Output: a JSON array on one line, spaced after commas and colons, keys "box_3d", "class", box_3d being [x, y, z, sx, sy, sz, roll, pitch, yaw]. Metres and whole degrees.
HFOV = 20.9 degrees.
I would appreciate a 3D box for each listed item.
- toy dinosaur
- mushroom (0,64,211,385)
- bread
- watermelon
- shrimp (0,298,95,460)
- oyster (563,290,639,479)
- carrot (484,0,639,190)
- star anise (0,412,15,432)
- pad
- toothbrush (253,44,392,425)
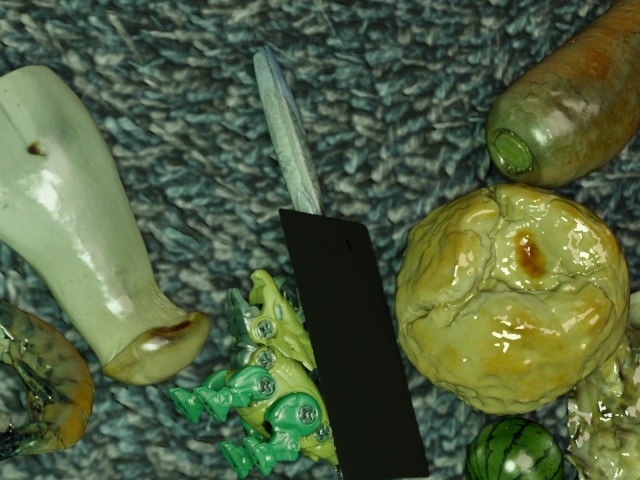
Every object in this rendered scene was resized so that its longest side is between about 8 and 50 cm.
[{"box_3d": [-0.031, 0.164, 1.615, 0.153, 0.094, 0.259, -35, 100, -27], "class": "toy dinosaur"}, {"box_3d": [-0.233, -0.009, 1.565, 0.159, 0.122, 0.329, -34, 90, 6], "class": "mushroom"}, {"box_3d": [0.190, 0.050, 1.695, 0.244, 0.134, 0.244, 1, 66, -2], "class": "bread"}, {"box_3d": [0.193, 0.219, 1.693, 0.109, 0.109, 0.109, 8, 71, -24], "class": "watermelon"}, {"box_3d": [-0.307, 0.100, 1.460, 0.262, 0.051, 0.198, 26, 24, -20], "class": "shrimp"}, {"box_3d": [0.366, 0.205, 1.763, 0.238, 0.115, 0.351, 3, 52, -23], "class": "oyster"}, {"box_3d": [0.296, -0.166, 1.848, 0.139, 0.139, 0.302, 47, 60, -6], "class": "carrot"}, {"box_3d": [-0.351, 0.225, 1.431, 0.172, 0.063, 0.208, 16, 83, -26], "class": "star anise"}, {"box_3d": [0.031, 0.100, 1.648, 0.159, 0.009, 0.265, 10, 62, -55], "class": "pad"}, {"box_3d": [0.000, 0.000, 1.702, 0.035, 0.042, 0.413, -20, 80, 12], "class": "toothbrush"}]
